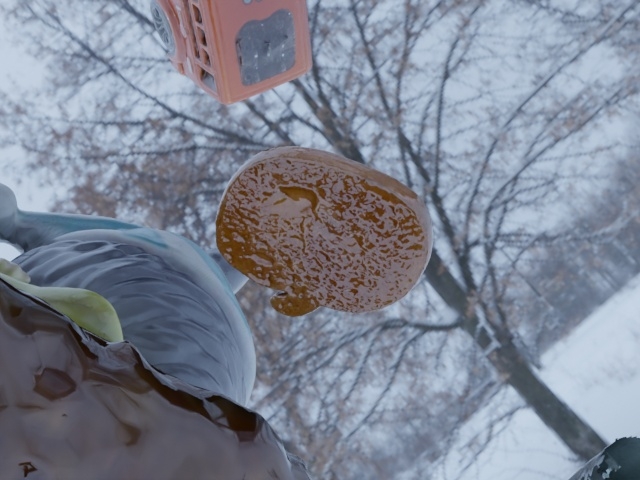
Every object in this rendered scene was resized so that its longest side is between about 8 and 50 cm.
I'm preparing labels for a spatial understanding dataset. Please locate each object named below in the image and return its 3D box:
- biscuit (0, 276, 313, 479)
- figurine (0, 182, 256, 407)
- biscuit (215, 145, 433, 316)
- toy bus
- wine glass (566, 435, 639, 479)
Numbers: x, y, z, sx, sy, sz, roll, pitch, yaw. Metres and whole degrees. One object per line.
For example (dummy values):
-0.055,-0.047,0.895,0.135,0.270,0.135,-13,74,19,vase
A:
-0.173,0.172,0.298,0.166,0.395,0.342,-17,47,51,biscuit
-0.217,0.093,0.667,0.266,0.361,0.378,-68,-10,11,figurine
0.000,0.000,0.370,0.015,0.091,0.078,-78,12,-60,biscuit
-0.097,-0.304,0.829,0.143,0.153,0.329,-25,-44,-19,toy bus
0.104,0.182,0.427,0.074,0.074,0.262,-27,-30,-39,wine glass
